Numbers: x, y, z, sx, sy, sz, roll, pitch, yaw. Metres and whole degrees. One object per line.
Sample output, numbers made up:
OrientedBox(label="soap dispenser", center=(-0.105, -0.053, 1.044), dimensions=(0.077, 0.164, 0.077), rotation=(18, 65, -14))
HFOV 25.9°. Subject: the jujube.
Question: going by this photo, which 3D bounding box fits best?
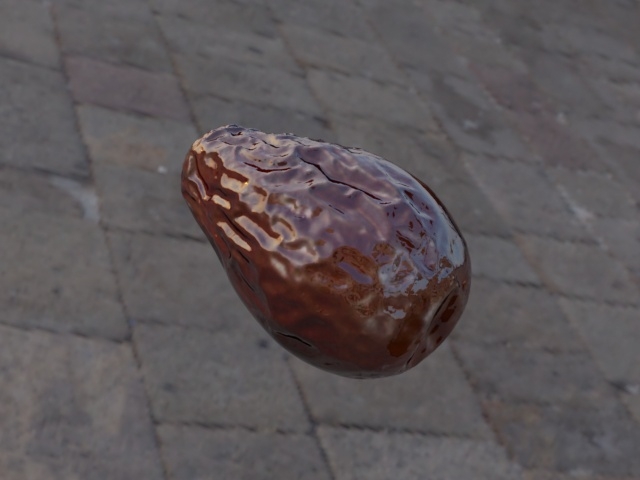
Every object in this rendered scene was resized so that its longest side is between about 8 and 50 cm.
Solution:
OrientedBox(label="jujube", center=(0.000, 0.000, 1.054), dimensions=(0.236, 0.168, 0.168), rotation=(35, 31, 18))
